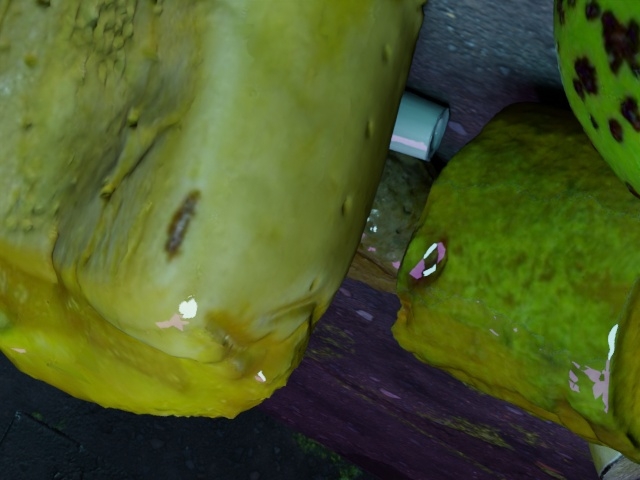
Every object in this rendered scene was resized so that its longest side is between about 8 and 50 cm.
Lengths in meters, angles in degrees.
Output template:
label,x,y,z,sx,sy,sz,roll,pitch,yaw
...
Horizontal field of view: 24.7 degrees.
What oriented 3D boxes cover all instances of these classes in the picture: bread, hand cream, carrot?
label,x,y,z,sx,sy,sz,roll,pitch,yaw
bread,-0.114,-0.064,1.122,0.361,0.394,0.250,11,174,38
hand cream,-0.049,-0.145,1.284,0.331,0.085,0.058,20,138,15
bread,0.037,-0.037,1.399,0.230,0.123,0.230,22,168,5
carrot,0.224,0.032,1.088,0.341,0.241,0.241,19,163,32

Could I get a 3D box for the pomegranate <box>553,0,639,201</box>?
label,x,y,z,sx,sy,sz,roll,pitch,yaw
pomegranate,0.218,-0.126,0.656,0.231,0.231,0.286,20,145,27

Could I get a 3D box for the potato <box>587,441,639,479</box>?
label,x,y,z,sx,sy,sz,roll,pitch,yaw
potato,0.352,0.172,1.553,0.202,0.182,0.117,20,-143,-61
